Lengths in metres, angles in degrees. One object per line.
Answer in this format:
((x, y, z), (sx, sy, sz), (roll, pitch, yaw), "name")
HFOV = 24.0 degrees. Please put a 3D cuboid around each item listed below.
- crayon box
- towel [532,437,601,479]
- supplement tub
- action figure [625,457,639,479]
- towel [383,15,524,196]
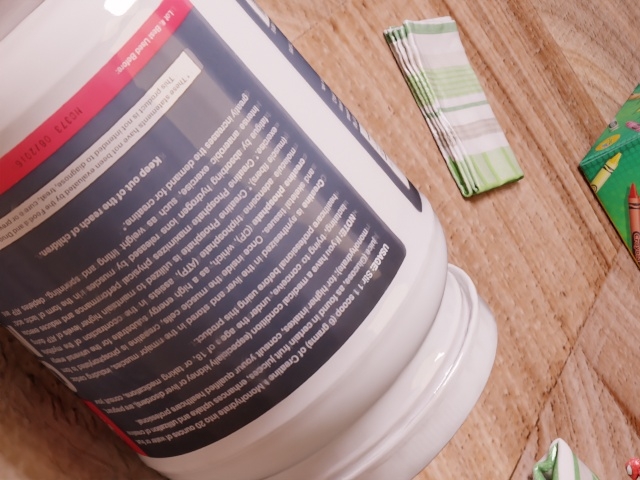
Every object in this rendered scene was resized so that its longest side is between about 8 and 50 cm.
((0.360, -0.066, 1.487), (0.165, 0.081, 0.278), (58, 31, -7), "crayon box")
((0.258, 0.313, 1.083), (0.325, 0.038, 0.247), (39, 37, -32), "towel")
((-0.062, -0.005, 0.718), (0.272, 0.191, 0.191), (48, 34, -21), "supplement tub")
((0.253, 0.212, 1.100), (0.038, 0.030, 0.115), (20, 44, -58), "action figure")
((0.115, -0.112, 1.223), (0.113, 0.023, 0.152), (-20, 83, -58), "towel")
